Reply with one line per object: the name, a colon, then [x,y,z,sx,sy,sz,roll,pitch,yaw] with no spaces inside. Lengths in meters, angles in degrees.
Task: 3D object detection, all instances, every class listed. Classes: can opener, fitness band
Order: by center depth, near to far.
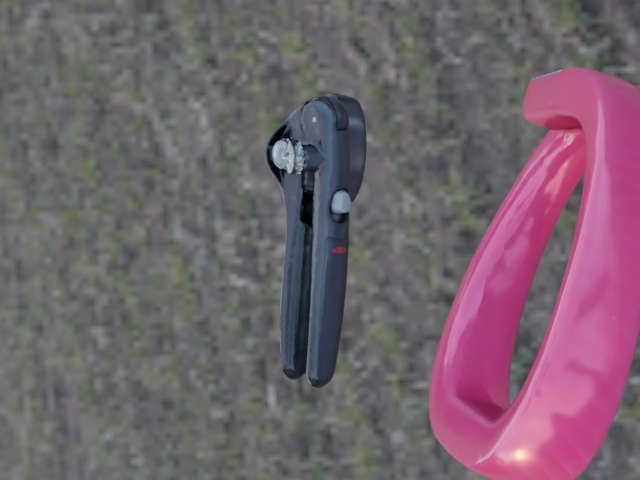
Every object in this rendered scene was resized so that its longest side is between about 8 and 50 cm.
fitness band: [0.117,0.019,0.978,0.291,0.054,0.209,-150,77,-85]
can opener: [0.000,0.000,1.201,0.059,0.073,0.186,6,94,59]
